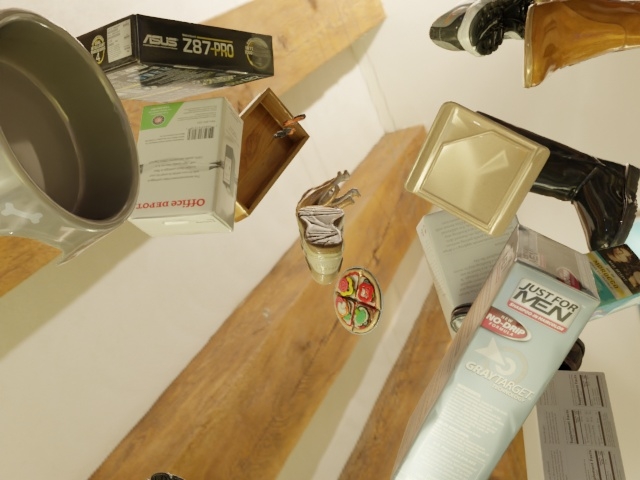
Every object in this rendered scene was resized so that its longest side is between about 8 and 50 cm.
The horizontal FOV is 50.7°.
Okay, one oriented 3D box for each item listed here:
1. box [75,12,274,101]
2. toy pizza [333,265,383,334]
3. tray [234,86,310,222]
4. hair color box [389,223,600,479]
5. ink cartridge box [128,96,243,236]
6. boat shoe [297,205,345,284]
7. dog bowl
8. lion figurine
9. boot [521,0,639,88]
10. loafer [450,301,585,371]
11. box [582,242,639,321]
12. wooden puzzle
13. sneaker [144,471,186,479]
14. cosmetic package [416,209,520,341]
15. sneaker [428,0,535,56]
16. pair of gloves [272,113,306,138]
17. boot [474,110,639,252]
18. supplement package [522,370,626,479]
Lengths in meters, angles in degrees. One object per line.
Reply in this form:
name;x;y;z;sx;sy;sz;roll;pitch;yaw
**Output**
box;-0.339;-0.355;1.376;0.318;0.395;0.097;-5;-86;-45
toy pizza;0.103;0.176;1.979;0.032;0.201;0.201;-1;-99;-43
tray;-0.199;-0.258;1.980;0.203;0.076;0.411;48;-135;-17
hair color box;0.231;0.181;0.930;0.374;0.114;0.185;-67;-9;21
ink cartridge box;-0.285;-0.153;1.446;0.115;0.198;0.272;53;-143;-64
boat shoe;0.000;0.000;1.683;0.341;0.122;0.110;-85;-4;-68
dog bowl;-0.370;-0.143;0.897;0.349;0.102;0.348;-19;-90;-74
lion figurine;-0.004;-0.118;2.155;0.142;0.240;0.392;61;-169;4
boot;0.423;-0.314;1.029;0.295;0.211;0.104;-61;-27;-46
loafer;0.432;0.221;1.509;0.095;0.303;0.109;-47;-33;-54
box;0.472;0.075;1.154;0.244;0.060;0.100;-10;-123;-37
wooden puzzle;0.323;-0.149;1.417;0.044;0.239;0.221;-46;-18;-58
sneaker;-0.324;0.539;1.357;0.121;0.262;0.099;35;-140;-41
cosmetic package;0.424;0.132;1.711;0.161;0.230;0.453;86;168;-80
sneaker;0.283;-0.379;1.139;0.271;0.108;0.100;-29;-57;-42
pair of gloves;-0.072;-0.263;1.554;0.074;0.083;0.010;-26;-101;-46
boot;0.545;-0.143;1.692;0.367;0.445;0.146;-54;-16;-48
supplement package;0.486;0.420;1.322;0.262;0.145;0.204;-78;-15;-46
